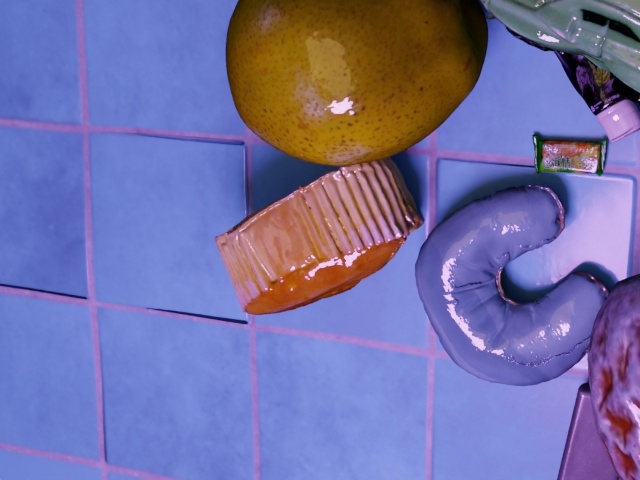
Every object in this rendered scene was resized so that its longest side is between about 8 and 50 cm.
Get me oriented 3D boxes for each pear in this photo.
[{"bbox_3d":[0.030,-0.216,1.519,0.294,0.294,0.294,7,107,23],"label":"pear"}]

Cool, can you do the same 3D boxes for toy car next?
[{"bbox_3d":[0.335,-0.254,1.398,0.359,0.176,0.213,30,101,15],"label":"toy car"}]

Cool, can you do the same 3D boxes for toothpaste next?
[{"bbox_3d":[0.296,-0.201,1.528,0.071,0.045,0.193,-28,86,25],"label":"toothpaste"}]

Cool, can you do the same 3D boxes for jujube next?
[{"bbox_3d":[0.414,0.170,1.475,0.246,0.215,0.308,-31,89,28],"label":"jujube"}]

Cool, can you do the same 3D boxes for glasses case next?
[{"bbox_3d":[0.326,0.264,1.642,0.072,0.042,0.190,14,110,14],"label":"glasses case"}]

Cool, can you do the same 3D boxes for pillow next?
[{"bbox_3d":[0.223,0.061,1.612,0.214,0.086,0.233,-29,93,24],"label":"pillow"}]

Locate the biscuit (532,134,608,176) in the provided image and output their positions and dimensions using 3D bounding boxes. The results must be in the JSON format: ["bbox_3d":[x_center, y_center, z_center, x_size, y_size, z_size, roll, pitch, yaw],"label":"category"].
[{"bbox_3d":[0.286,-0.096,1.574,0.089,0.016,0.046,5,106,24],"label":"biscuit"}]

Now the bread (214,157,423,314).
[{"bbox_3d":[0.000,0.000,1.647,0.250,0.179,0.133,-27,83,20],"label":"bread"}]
